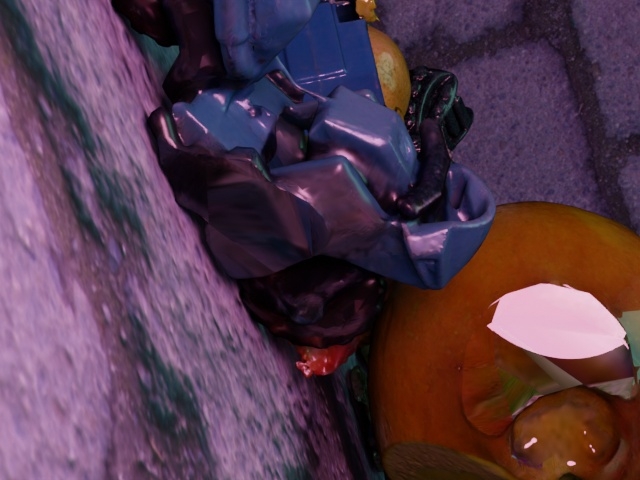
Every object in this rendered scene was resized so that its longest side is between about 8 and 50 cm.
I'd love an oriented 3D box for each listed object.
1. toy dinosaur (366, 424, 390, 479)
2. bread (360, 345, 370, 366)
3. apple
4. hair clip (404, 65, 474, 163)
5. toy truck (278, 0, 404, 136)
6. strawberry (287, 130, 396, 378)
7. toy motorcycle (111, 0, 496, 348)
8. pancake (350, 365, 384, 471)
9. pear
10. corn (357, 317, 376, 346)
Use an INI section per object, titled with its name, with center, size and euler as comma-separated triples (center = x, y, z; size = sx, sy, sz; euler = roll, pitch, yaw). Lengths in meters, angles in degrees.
[toy dinosaur]
center = 0.110, 0.349, 1.338
size = 0.188, 0.075, 0.248
euler = -97, 161, -54
[bread]
center = 0.109, 0.092, 1.578
size = 0.140, 0.143, 0.229
euler = 79, 6, -51
[apple]
center = 0.224, 0.151, 1.197
size = 0.374, 0.374, 0.384
euler = -7, 83, -80
[hair clip]
center = 0.143, -0.125, 1.894
size = 0.194, 0.206, 0.310
euler = 56, 25, -45
[toy truck]
center = 0.005, -0.150, 1.306
size = 0.162, 0.161, 0.385
euler = 75, 3, -60
[strawberry]
center = 0.015, 0.003, 1.113
size = 0.098, 0.174, 0.228
euler = 166, -89, -81
[toy motorcycle]
center = -0.004, -0.095, 0.931
size = 0.172, 0.232, 0.416
euler = -67, 141, -57
[pancake]
center = 0.063, 0.212, 1.419
size = 0.116, 0.022, 0.130
euler = 46, 29, -75
[pear]
center = 0.030, -0.210, 1.569
size = 0.178, 0.178, 0.178
euler = -16, 90, -80
[corn]
center = 0.044, 0.085, 1.377
size = 0.231, 0.080, 0.080
euler = 31, 44, -82
